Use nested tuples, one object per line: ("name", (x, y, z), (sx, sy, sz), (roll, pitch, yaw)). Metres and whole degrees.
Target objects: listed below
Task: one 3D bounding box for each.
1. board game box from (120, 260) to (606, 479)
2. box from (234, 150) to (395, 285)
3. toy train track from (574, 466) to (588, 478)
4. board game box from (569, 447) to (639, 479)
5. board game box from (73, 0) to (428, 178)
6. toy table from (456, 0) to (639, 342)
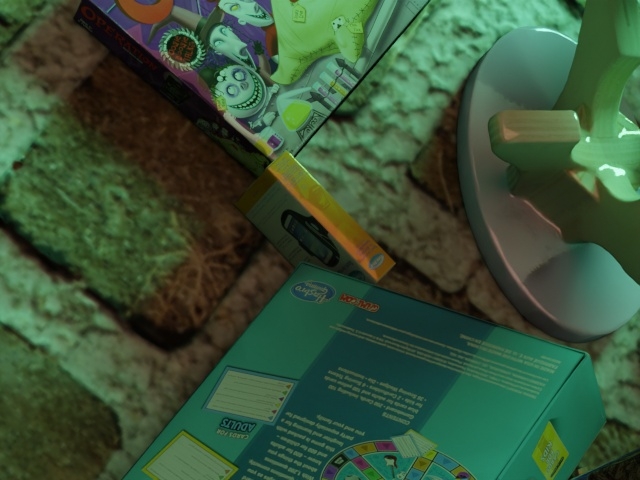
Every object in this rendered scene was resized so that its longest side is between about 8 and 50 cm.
("board game box", (-0.002, 0.184, 1.120), (0.336, 0.253, 0.079), (-50, 138, -27))
("box", (0.000, 0.000, 1.270), (0.136, 0.081, 0.028), (45, 61, -2))
("toy train track", (0.216, 0.222, 1.313), (0.048, 0.014, 0.083), (-11, 80, -30))
("board game box", (0.353, 0.231, 1.197), (0.141, 0.291, 0.232), (-18, 80, -30))
("board game box", (-0.016, -0.232, 1.369), (0.208, 0.056, 0.347), (39, 63, 0))
("toy table", (0.221, -0.069, 1.338), (0.252, 0.161, 0.274), (-14, 78, -25))
